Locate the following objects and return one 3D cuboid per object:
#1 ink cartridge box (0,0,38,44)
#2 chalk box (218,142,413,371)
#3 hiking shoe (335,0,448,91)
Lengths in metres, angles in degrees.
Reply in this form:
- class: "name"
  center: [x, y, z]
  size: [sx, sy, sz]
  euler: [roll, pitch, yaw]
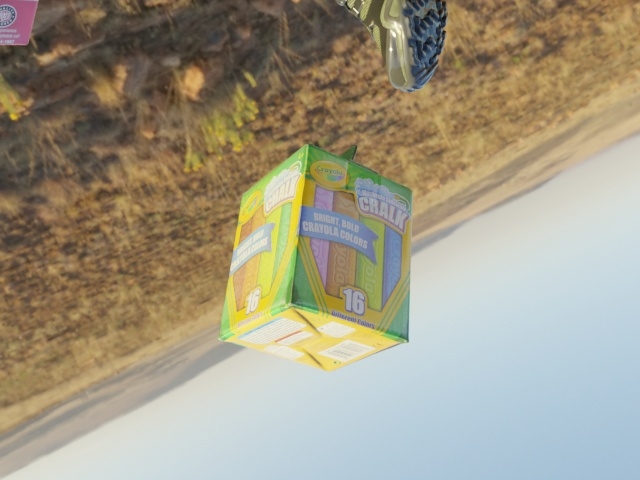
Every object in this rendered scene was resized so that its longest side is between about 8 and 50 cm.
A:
- class: "ink cartridge box"
  center: [-0.285, -0.267, 0.518]
  size: [0.217, 0.092, 0.159]
  euler: [-61, 164, 25]
- class: "chalk box"
  center: [0.000, 0.000, 0.675]
  size: [0.132, 0.212, 0.132]
  euler: [20, 148, -27]
- class: "hiking shoe"
  center: [0.046, -0.250, 0.663]
  size: [0.114, 0.226, 0.086]
  euler: [-7, -169, 41]
